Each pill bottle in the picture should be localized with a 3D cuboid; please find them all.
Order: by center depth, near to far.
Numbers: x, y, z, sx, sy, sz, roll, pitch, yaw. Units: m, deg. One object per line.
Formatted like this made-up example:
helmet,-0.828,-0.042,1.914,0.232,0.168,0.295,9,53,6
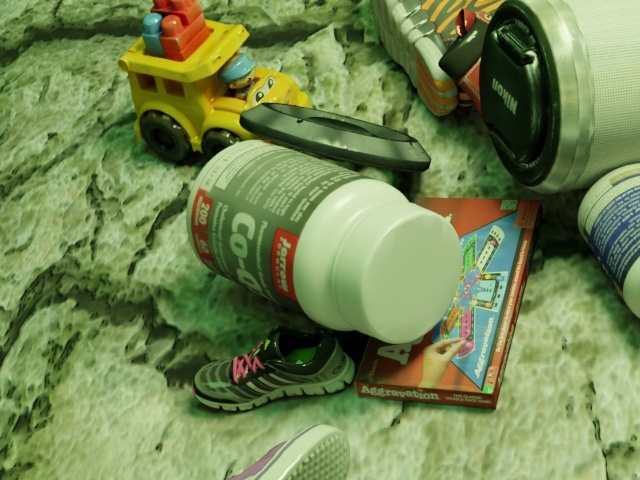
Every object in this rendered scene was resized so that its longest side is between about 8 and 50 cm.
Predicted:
pill bottle,0.342,0.018,1.276,0.112,0.112,0.186,-18,41,-2
pill bottle,0.000,0.000,1.344,0.161,0.161,0.283,-39,37,-24

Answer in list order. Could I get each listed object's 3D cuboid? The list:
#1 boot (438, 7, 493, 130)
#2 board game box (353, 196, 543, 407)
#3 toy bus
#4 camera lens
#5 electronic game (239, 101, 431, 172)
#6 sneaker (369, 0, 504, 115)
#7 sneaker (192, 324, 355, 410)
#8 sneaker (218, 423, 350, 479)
boot,0.261,-0.236,1.534,0.244,0.088,0.176,-38,90,-22
board game box,0.141,0.057,1.364,0.145,0.027,0.281,1,44,21
toy bus,-0.141,-0.214,1.616,0.220,0.211,0.149,15,49,29
camera lens,0.324,-0.172,1.380,0.274,0.219,0.219,-9,39,-14
electronic game,0.017,-0.117,1.495,0.229,0.048,0.229,13,11,-2
sneaker,0.179,-0.293,1.682,0.180,0.124,0.321,-18,52,-8
sneaker,-0.054,0.125,1.316,0.170,0.074,0.063,-9,42,9
sneaker,-0.108,0.253,1.178,0.161,0.102,0.282,23,54,40
